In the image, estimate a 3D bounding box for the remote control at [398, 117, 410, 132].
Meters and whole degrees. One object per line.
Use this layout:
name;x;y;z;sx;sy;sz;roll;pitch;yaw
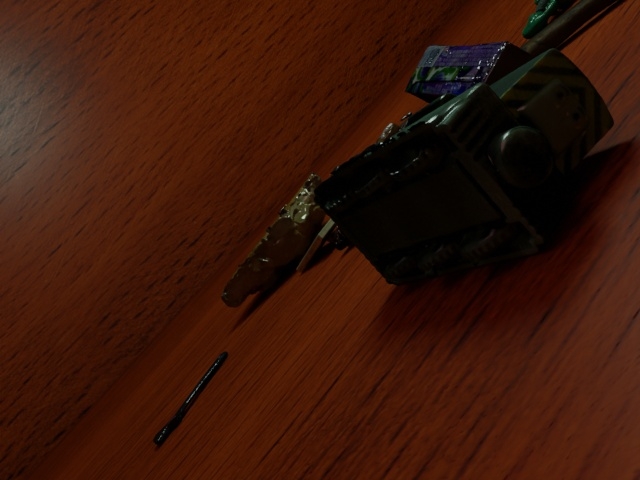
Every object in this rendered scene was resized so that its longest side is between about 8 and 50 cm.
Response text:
remote control;0.154;-0.195;1.677;0.059;0.028;0.212;-39;10;22

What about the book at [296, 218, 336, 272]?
book;0.001;0.000;1.429;0.077;0.014;0.111;-53;-3;-38

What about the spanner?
spanner;-0.196;0.238;1.326;0.046;0.012;0.208;-41;9;40

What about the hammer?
hammer;0.300;-0.270;1.210;0.440;0.044;0.168;-37;12;46

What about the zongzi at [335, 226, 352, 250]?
zongzi;0.058;-0.029;1.264;0.067;0.073;0.083;-52;-30;-40

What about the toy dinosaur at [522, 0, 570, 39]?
toy dinosaur;0.377;-0.387;1.408;0.132;0.059;0.096;-50;10;48

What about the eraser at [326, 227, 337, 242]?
eraser;0.044;-0.021;1.371;0.027;0.019;0.099;-53;7;-38

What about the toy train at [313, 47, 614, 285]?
toy train;0.119;-0.065;0.776;0.178;0.138;0.330;-44;7;-19

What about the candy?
candy;0.202;-0.229;1.221;0.088;0.061;0.312;-61;16;5

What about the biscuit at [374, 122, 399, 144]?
biscuit;0.091;-0.146;1.632;0.138;0.031;0.205;-61;2;-9

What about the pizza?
pizza;-0.060;-0.008;1.615;0.223;0.089;0.323;-46;6;47
